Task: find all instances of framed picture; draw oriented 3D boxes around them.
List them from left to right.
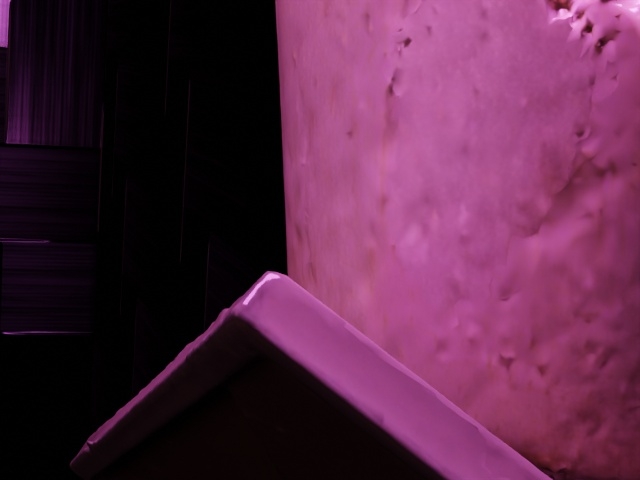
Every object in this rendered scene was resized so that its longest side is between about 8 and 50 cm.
[{"bbox_3d":[0.049,0.163,0.576,0.028,0.326,0.446,-54,5,-21],"label":"framed picture"}]

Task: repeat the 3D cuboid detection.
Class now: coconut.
[{"bbox_3d":[0.103,-0.044,0.482,0.239,0.239,0.244,-132,41,-67],"label":"coconut"}]
